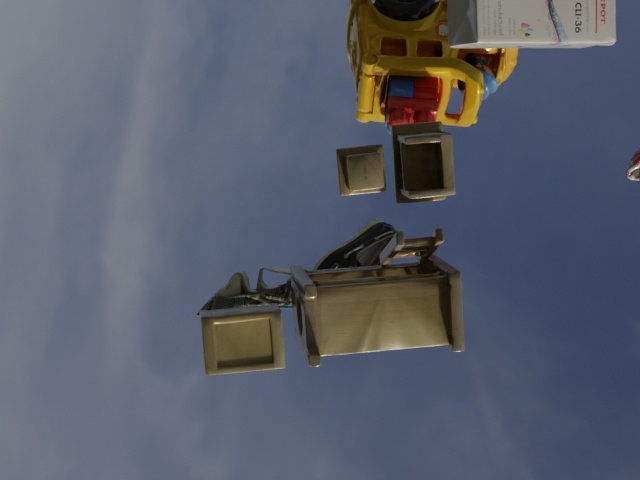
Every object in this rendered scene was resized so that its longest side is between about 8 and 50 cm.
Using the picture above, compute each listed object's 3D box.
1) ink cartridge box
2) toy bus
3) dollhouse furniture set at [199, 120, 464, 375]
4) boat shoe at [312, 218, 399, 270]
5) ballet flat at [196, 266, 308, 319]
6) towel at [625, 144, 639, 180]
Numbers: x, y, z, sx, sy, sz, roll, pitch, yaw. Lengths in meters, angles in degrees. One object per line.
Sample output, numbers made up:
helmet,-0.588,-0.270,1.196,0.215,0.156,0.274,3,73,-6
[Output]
ink cartridge box,0.230,-0.254,1.319,0.067,0.198,0.115,-173,-101,-68
toy bus,0.142,-0.206,1.597,0.149,0.220,0.211,96,-5,-53
dollhouse furniture set,0.000,0.000,0.939,0.101,0.182,0.160,-135,-139,-79
boat shoe,0.037,0.026,1.417,0.125,0.046,0.038,-38,-138,-22
ballet flat,-0.054,0.042,1.096,0.114,0.041,0.041,-8,-115,22
towel,0.311,-0.120,0.936,0.029,0.144,0.197,49,-50,1
